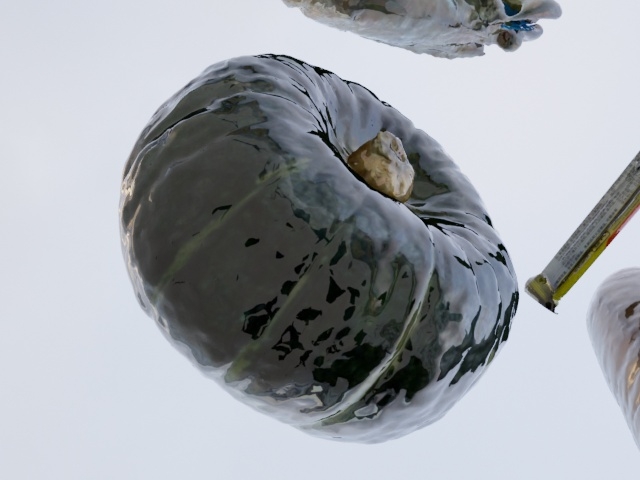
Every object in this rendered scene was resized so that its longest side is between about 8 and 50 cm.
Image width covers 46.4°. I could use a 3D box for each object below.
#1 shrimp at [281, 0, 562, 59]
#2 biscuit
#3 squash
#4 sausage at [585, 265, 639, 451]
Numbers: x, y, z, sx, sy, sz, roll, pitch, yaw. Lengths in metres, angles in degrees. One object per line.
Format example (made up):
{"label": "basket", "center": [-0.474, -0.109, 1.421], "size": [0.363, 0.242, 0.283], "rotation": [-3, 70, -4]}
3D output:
{"label": "shrimp", "center": [0.111, -0.327, 0.867], "size": [0.110, 0.446, 0.221], "rotation": [34, -73, 52]}
{"label": "biscuit", "center": [0.267, -0.060, 0.611], "size": [0.291, 0.026, 0.048], "rotation": [-55, -146, 17]}
{"label": "squash", "center": [0.000, 0.000, 0.463], "size": [0.165, 0.252, 0.252], "rotation": [-42, -118, 23]}
{"label": "sausage", "center": [0.305, 0.148, 0.576], "size": [0.123, 0.500, 0.136], "rotation": [1, -62, 4]}
